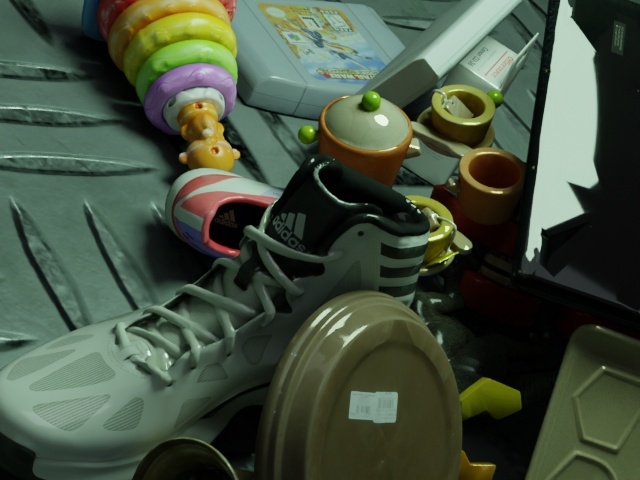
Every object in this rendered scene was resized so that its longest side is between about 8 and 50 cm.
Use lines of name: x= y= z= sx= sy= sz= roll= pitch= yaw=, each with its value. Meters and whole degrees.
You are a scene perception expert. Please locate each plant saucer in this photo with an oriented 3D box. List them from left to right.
plant saucer: x=0.043 y=0.181 z=1.545 sx=0.041 sy=0.278 sz=0.278 roll=3 pitch=14 yaw=38

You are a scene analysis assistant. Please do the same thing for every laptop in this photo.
laptop: x=0.362 y=-0.008 z=1.916 sx=0.408 sy=0.236 sz=0.382 roll=19 pitch=58 yaw=-12

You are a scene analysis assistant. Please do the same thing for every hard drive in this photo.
hard drive: x=0.139 y=-0.227 z=2.145 sx=0.040 sy=0.203 sz=0.307 roll=52 pitch=45 yaw=-6

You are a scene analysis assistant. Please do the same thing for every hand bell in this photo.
hand bell: x=-0.042 y=0.229 z=1.570 sx=0.126 sy=0.126 sz=0.242 roll=48 pitch=23 yaw=27

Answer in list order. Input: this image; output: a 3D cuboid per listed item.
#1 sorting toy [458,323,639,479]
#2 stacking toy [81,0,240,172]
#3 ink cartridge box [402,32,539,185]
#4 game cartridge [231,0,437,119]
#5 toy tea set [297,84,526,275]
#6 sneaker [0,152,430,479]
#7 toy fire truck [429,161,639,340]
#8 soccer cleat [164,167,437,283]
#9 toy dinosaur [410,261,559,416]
sorting toy: x=0.259 y=0.200 z=1.736 sx=0.307 sy=0.229 sz=0.041 roll=21 pitch=-3 yaw=-14
stacking toy: x=-0.149 y=-0.183 z=2.013 sx=0.175 sy=0.165 sz=0.302 roll=-5 pitch=55 yaw=-21
ink cartridge box: x=0.180 y=-0.173 z=2.187 sx=0.067 sy=0.198 sz=0.115 roll=33 pitch=32 yaw=5
game cartridge: x=0.000 y=-0.227 z=2.263 sx=0.297 sy=0.062 sz=0.198 roll=-2 pitch=39 yaw=-40
toy tea set: x=0.145 y=-0.107 z=1.853 sx=0.336 sy=0.124 sz=0.200 roll=-29 pitch=55 yaw=-35
sneaker: x=-0.091 y=0.044 z=1.574 sx=0.447 sy=0.257 sz=0.169 roll=-16 pitch=48 yaw=-36
toy fire truck: x=0.256 y=0.005 z=2.068 sx=0.302 sy=0.169 sz=0.254 roll=19 pitch=7 yaw=-14
soccer cleat: x=0.000 y=0.000 z=1.868 sx=0.318 sy=0.108 sz=0.116 roll=12 pitch=13 yaw=-20
toy dinosaur: x=0.137 y=0.119 z=1.855 sx=0.313 sy=0.121 sz=0.160 roll=39 pitch=45 yaw=6
